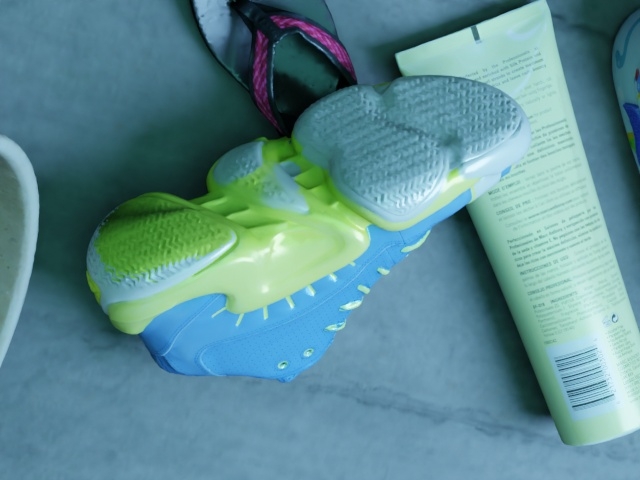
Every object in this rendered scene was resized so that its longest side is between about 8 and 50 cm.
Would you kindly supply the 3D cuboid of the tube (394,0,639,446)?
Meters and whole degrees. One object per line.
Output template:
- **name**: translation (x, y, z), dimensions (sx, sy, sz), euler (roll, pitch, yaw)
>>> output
- **tube**: translation (0.124, -0.007, 1.076), dimensions (0.070, 0.062, 0.240), euler (-31, 102, -52)

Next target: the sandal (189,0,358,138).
- **sandal**: translation (-0.008, -0.082, 1.038), dimensions (0.067, 0.040, 0.179), euler (-31, 104, -6)

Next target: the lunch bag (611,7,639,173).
- **lunch bag**: translation (0.267, -0.048, 1.085), dimensions (0.176, 0.090, 0.219), euler (-21, 101, -7)

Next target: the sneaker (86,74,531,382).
- **sneaker**: translation (0.000, 0.000, 1.024), dimensions (0.240, 0.091, 0.126), euler (-19, 138, -2)

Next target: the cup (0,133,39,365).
- **cup**: translation (-0.316, 0.046, 0.869), dimensions (0.237, 0.331, 0.331), euler (28, 91, 10)
